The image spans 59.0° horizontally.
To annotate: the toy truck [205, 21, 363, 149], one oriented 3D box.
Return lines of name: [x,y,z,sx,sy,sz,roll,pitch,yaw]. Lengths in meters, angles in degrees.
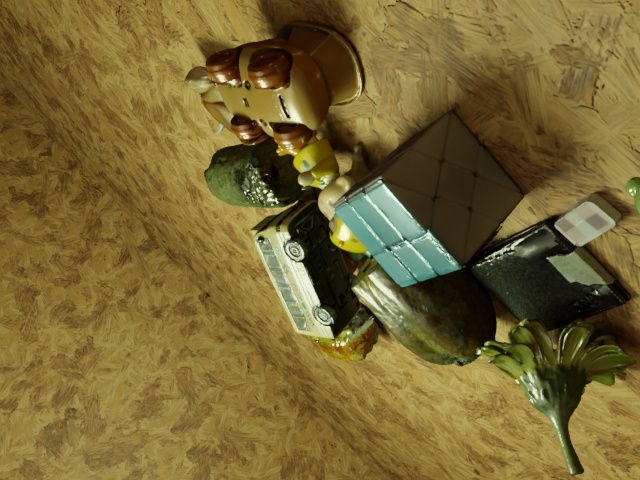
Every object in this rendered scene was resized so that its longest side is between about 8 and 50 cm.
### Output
toy truck: [-0.080,-0.323,1.184,0.288,0.211,0.204,18,142,40]

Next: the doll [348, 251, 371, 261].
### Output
doll: [0.084,-0.014,1.561,0.158,0.059,0.159,52,156,-16]

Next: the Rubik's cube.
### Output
Rubik's cube: [0.203,-0.073,1.100,0.231,0.221,0.225,48,155,-4]

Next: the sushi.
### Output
sushi: [0.094,0.307,1.882,0.274,0.184,0.139,2,135,50]

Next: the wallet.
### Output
wallet: [0.444,0.082,1.145,0.221,0.071,0.262,47,148,0]

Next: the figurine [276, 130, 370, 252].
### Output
figurine: [0.042,-0.127,1.327,0.343,0.187,0.215,52,165,6]

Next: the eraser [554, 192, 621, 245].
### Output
eraser: [0.463,-0.035,0.985,0.065,0.026,0.105,41,155,4]

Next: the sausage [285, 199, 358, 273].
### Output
sausage: [-0.001,0.001,1.656,0.270,0.109,0.109,46,155,1]

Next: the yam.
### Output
yam: [-0.171,-0.181,1.546,0.300,0.195,0.195,6,133,55]

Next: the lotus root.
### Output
lotus root: [0.256,0.137,1.315,0.346,0.250,0.250,47,155,0]

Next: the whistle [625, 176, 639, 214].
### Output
whistle: [0.537,-0.017,0.828,0.227,0.085,0.105,54,154,-13]

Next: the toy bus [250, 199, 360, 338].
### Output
toy bus: [-0.038,0.081,1.547,0.202,0.177,0.365,-3,118,39]

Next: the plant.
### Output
plant: [0.480,0.300,1.184,0.261,0.306,0.296,136,133,-87]

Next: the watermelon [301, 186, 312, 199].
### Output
watermelon: [-0.066,-0.145,1.592,0.085,0.061,0.085,26,146,19]

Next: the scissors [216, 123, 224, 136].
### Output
scissors: [-0.300,-0.346,1.716,0.058,0.014,0.119,53,151,-3]

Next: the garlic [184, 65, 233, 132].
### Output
garlic: [-0.231,-0.360,1.489,0.228,0.110,0.217,37,167,43]
